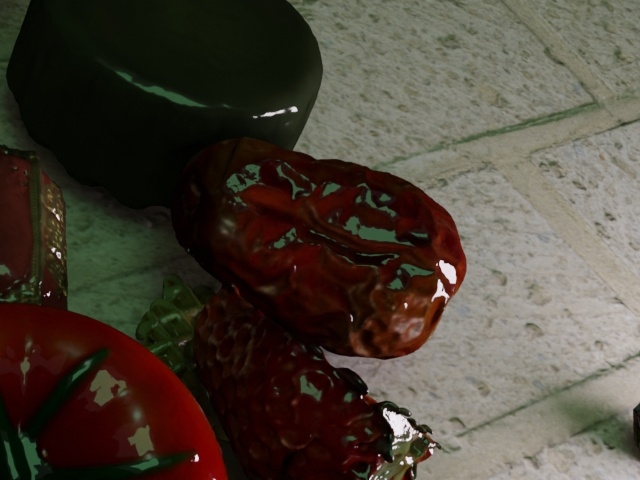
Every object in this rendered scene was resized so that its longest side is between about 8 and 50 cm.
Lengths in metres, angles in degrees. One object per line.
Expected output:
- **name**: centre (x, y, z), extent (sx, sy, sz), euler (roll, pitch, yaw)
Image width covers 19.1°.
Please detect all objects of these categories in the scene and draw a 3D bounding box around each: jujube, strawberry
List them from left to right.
- **strawberry**: centre (-0.030, 0.171, 1.876), extent (0.280, 0.150, 0.253), euler (34, -4, 8)
- **jujube**: centre (0.000, 0.000, 2.115), extent (0.342, 0.216, 0.216), euler (22, 39, -21)

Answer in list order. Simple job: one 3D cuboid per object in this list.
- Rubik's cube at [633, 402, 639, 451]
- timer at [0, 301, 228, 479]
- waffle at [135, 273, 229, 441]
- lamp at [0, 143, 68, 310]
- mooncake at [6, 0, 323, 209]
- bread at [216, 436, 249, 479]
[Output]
- **Rubik's cube**: centre (0.421, 0.222, 2.241), extent (0.111, 0.093, 0.111), euler (19, 39, -16)
- **timer**: centre (-0.263, 0.243, 1.606), extent (0.378, 0.279, 0.378), euler (3, 64, -6)
- **waffle**: centre (-0.101, 0.140, 2.037), extent (0.214, 0.054, 0.208), euler (27, 35, -12)
- **lamp**: centre (-0.342, 0.023, 1.924), extent (0.177, 0.177, 0.274), euler (14, 42, -19)
- **mooncake**: centre (-0.185, -0.194, 2.243), extent (0.356, 0.194, 0.356), euler (16, 37, -13)
- **bread**: centre (-0.146, 0.280, 1.845), extent (0.236, 0.070, 0.236), euler (17, 39, -14)
